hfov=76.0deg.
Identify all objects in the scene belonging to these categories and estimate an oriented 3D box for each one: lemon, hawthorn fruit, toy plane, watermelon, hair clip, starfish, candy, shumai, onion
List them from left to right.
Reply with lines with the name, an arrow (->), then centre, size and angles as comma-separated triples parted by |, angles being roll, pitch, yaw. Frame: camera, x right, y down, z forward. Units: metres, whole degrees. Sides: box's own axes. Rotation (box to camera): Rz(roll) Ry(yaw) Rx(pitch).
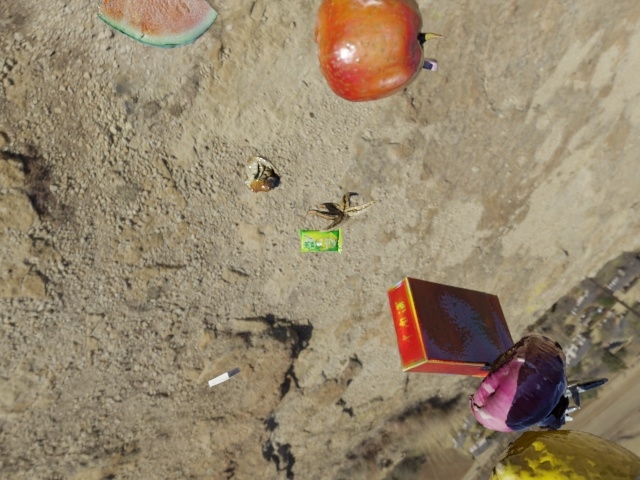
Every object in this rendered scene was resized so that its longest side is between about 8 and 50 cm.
watermelon -> -0.318, -0.457, 0.839 | 0.231, 0.128, 0.146 | -46, 107, -13
shumai -> -0.209, -0.208, 1.379 | 0.145, 0.116, 0.146 | 14, 141, 12
candy -> 0.000, 0.000, 1.664 | 0.178, 0.032, 0.102 | 1, 100, -1
starfish -> 0.073, -0.090, 1.288 | 0.237, 0.213, 0.057 | -2, 128, 18
hawthorn fruit -> 0.092, -0.312, 0.643 | 0.200, 0.179, 0.179 | -4, 135, 22
hair clip -> 0.246, -0.494, 1.168 | 0.257, 0.146, 0.075 | -39, 140, -38
onion -> 0.410, 0.299, 0.811 | 0.229, 0.163, 0.230 | -31, 152, -19
toy plane -> 0.555, 0.378, 0.969 | 0.192, 0.088, 0.262 | 29, 145, -9
lemon -> 0.373, 0.405, 0.578 | 0.310, 0.253, 0.254 | 31, 109, -6

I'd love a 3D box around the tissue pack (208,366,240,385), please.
tissue pack -> -0.323, 0.457, 1.375 | 0.108, 0.023, 0.056 | -32, 170, 31

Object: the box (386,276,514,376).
box -> 0.319, 0.213, 0.981 | 0.313, 0.198, 0.089 | 12, 142, -27
